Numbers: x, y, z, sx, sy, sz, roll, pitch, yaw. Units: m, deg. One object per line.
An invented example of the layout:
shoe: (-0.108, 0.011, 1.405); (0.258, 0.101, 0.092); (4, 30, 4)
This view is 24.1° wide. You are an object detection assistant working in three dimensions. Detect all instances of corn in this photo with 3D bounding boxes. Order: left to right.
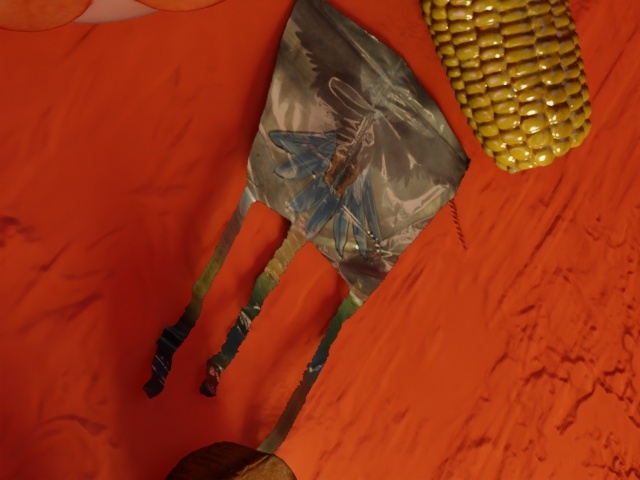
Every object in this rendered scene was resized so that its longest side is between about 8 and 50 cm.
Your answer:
corn: (0.102, -0.194, 0.993); (0.106, 0.106, 0.305); (-24, 99, -41)

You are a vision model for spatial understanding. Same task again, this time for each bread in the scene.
bread: (-0.053, 0.151, 0.808); (0.085, 0.053, 0.085); (-2, 93, -43)

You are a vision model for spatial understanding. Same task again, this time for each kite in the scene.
kite: (0.001, 0.000, 0.915); (0.169, 0.015, 0.310); (40, 56, -27)

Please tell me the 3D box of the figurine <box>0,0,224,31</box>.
figurine: (-0.116, -0.195, 0.766); (0.173, 0.173, 0.173); (11, 73, -38)
